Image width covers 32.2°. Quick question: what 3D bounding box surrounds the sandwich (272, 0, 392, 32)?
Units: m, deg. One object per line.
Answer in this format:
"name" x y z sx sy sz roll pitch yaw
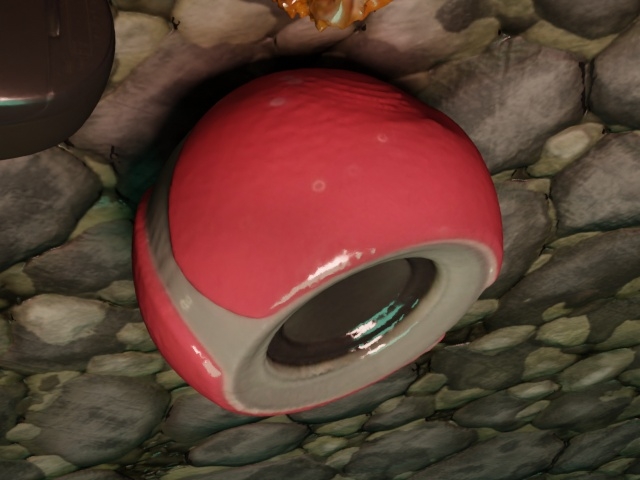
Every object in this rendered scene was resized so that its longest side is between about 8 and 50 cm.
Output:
"sandwich" 0.015 -0.228 0.602 0.292 0.212 0.109 -34 164 -1

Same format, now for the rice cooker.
"rice cooker" -0.236 -0.122 0.717 0.203 0.142 0.118 -1 158 -13

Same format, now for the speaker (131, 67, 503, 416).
"speaker" 0.000 0.000 0.874 0.294 0.294 0.294 -10 148 -6
